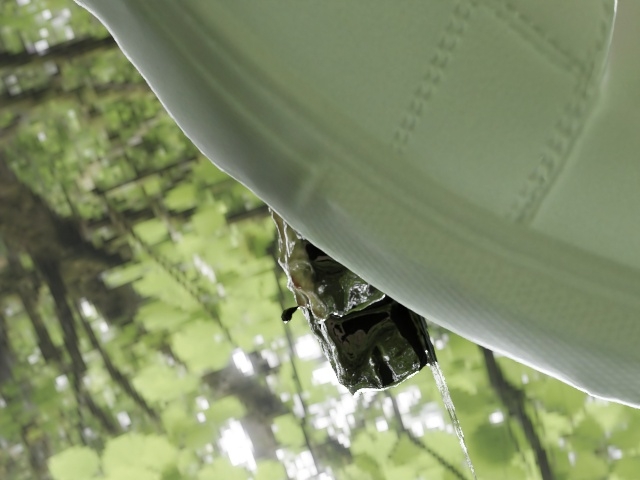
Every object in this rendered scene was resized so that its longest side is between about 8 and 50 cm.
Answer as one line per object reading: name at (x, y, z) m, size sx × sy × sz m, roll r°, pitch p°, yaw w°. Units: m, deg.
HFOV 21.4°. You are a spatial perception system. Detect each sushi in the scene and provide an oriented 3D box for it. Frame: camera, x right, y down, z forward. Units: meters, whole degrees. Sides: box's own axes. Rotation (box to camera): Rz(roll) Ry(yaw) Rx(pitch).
sushi at (0.000, 0.000, 1.275) m, size 0.100 × 0.373 × 0.296 m, roll -20°, pitch -136°, yaw 0°

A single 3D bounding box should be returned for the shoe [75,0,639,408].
shoe at (-0.003, -0.118, 0.354) m, size 0.363 × 0.160 × 0.132 m, roll 36°, pitch -139°, yaw 2°
